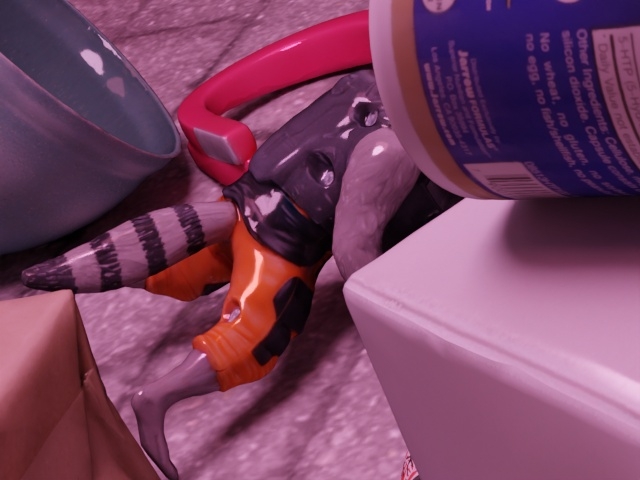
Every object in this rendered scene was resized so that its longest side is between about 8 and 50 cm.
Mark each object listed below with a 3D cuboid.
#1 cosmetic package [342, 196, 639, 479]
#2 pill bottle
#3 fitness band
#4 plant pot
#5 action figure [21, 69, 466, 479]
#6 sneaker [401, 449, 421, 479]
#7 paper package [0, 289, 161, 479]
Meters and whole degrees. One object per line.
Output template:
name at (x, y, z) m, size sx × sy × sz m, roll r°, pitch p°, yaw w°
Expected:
cosmetic package at (0.290, 0.080, 0.651) m, size 0.394 × 0.329 × 0.327 m, roll -33°, pitch 29°, yaw -21°
pill bottle at (0.118, -0.069, 0.570) m, size 0.187 × 0.112 × 0.112 m, roll -1°, pitch 34°, yaw 38°
fitness band at (0.000, -0.114, 1.502) m, size 0.209 × 0.054 × 0.291 m, roll -29°, pitch 19°, yaw -12°
plant pot at (-0.284, -0.099, 1.510) m, size 0.196 × 0.293 × 0.293 m, roll -46°, pitch 25°, yaw 12°
action figure at (0.000, 0.000, 1.196) m, size 0.330 × 0.178 × 0.341 m, roll -37°, pitch 25°, yaw -6°
sneaker at (0.163, 0.117, 0.948) m, size 0.270 × 0.090 × 0.145 m, roll -15°, pitch 29°, yaw 23°
paper package at (-0.295, 0.189, 1.076) m, size 0.325 × 0.168 × 0.309 m, roll -9°, pitch 30°, yaw 26°
